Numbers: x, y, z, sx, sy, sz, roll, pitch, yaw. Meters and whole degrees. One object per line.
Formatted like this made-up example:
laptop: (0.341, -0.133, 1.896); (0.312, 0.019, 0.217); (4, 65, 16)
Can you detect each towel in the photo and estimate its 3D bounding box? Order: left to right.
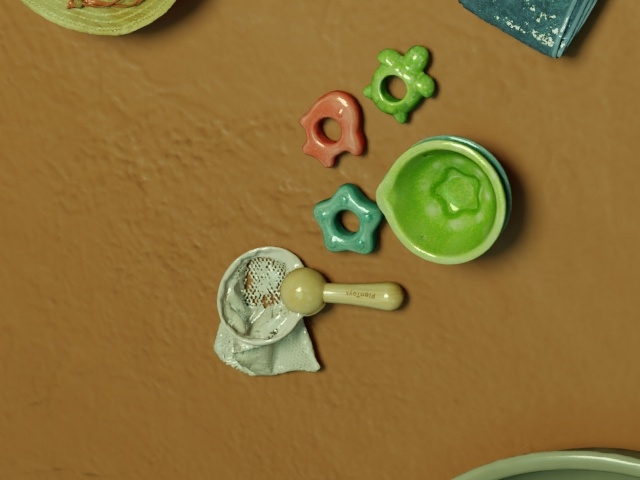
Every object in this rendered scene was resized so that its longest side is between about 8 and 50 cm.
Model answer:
towel: (0.119, -0.154, 0.694); (0.067, 0.029, 0.119); (32, 118, 12)

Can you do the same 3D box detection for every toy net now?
toy net: (0.000, 0.000, 0.790); (0.232, 0.045, 0.122); (-41, 89, 29)

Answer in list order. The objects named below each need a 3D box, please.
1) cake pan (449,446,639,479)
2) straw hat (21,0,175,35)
cake pan: (0.166, 0.243, 0.796); (0.293, 0.054, 0.293); (8, 110, 21)
straw hat: (-0.128, -0.190, 0.772); (0.145, 0.061, 0.144); (10, 127, 13)
